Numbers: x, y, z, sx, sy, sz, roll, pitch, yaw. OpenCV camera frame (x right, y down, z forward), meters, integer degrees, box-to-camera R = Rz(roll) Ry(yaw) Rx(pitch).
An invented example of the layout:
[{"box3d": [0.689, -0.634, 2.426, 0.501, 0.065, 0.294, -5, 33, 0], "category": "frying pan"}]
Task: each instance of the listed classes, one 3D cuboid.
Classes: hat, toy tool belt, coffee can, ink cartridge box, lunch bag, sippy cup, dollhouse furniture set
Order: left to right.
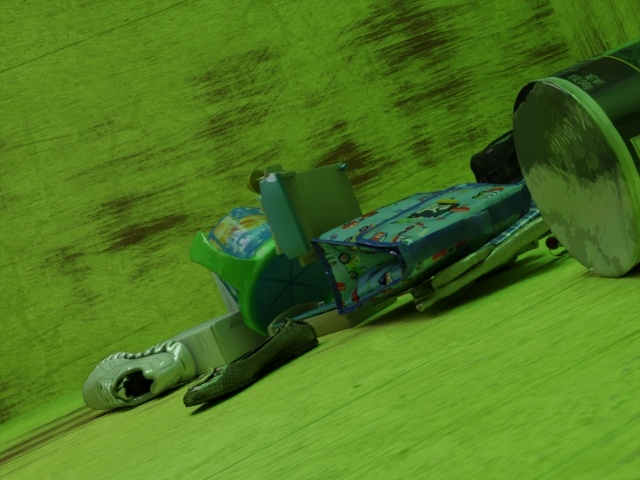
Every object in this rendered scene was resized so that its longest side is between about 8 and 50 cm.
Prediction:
[{"box3d": [-0.243, 0.223, 1.393, 0.212, 0.093, 0.154, -26, -2, 29], "category": "ink cartridge box"}, {"box3d": [-0.113, 0.044, 1.360, 0.240, 0.306, 0.224, -41, 46, -15], "category": "sippy cup"}, {"box3d": [0.000, 0.000, 1.216, 0.198, 0.304, 0.286, -23, -1, 43], "category": "dollhouse furniture set"}, {"box3d": [0.152, 0.003, 0.958, 0.220, 0.138, 0.293, -23, 2, -24], "category": "lunch bag"}, {"box3d": [0.433, -0.177, 1.582, 0.331, 0.134, 0.331, -42, -9, -8], "category": "hat"}, {"box3d": [0.322, -0.009, 0.844, 0.083, 0.052, 0.051, -25, -10, 27], "category": "toy tool belt"}, {"box3d": [0.357, -0.110, 0.633, 0.275, 0.202, 0.201, -24, -1, -4], "category": "coffee can"}]

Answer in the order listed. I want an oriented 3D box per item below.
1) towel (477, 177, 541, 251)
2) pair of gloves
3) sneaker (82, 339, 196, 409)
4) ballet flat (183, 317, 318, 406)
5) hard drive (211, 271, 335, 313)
[{"box3d": [0.392, -0.062, 1.287, 0.336, 0.040, 0.243, -36, 8, -7], "category": "towel"}, {"box3d": [0.221, 0.039, 0.928, 0.204, 0.042, 0.240, -29, -8, 7], "category": "pair of gloves"}, {"box3d": [-0.387, 0.283, 1.321, 0.292, 0.110, 0.118, -24, 7, 30], "category": "sneaker"}, {"box3d": [-0.101, 0.171, 0.969, 0.249, 0.058, 0.084, -22, -2, -42], "category": "ballet flat"}, {"box3d": [-0.071, 0.086, 1.543, 0.318, 0.210, 0.040, -23, -2, -5], "category": "hard drive"}]
